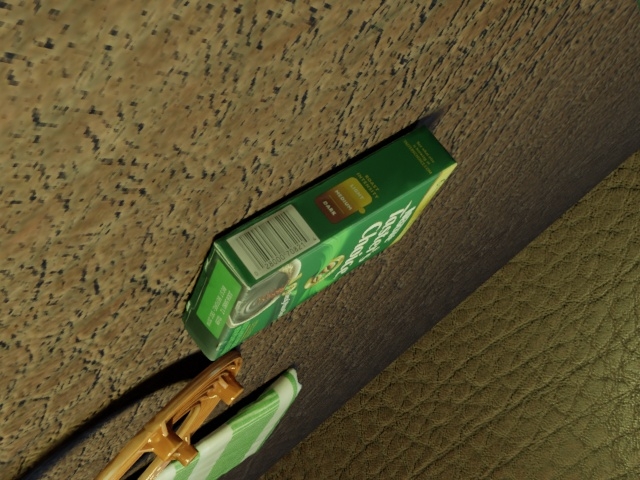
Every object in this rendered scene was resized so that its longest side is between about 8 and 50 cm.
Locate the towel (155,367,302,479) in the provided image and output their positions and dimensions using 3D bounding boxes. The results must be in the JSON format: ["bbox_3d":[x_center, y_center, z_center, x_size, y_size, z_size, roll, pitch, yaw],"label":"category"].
[{"bbox_3d":[-0.176,0.293,1.124,0.325,0.038,0.248,-29,162,-33],"label":"towel"}]

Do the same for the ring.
[{"bbox_3d":[-0.175,0.231,0.775,0.336,0.032,0.336,-48,174,-7],"label":"ring"}]

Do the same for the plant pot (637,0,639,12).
[{"bbox_3d":[0.259,-0.164,0.411,0.290,0.195,0.290,-37,167,-10],"label":"plant pot"}]

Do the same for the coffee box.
[{"bbox_3d":[0.000,0.000,0.593,0.184,0.040,0.113,-31,165,-33],"label":"coffee box"}]
